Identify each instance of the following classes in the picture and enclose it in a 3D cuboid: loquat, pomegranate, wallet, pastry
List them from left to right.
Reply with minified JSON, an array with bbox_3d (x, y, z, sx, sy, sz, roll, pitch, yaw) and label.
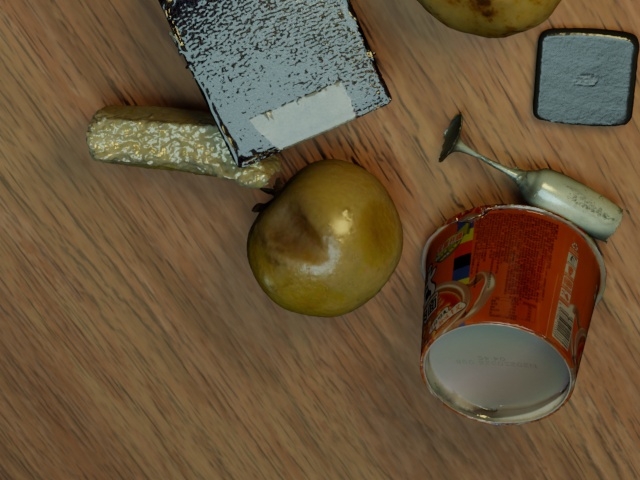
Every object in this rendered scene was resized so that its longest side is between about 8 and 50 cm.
[{"bbox_3d":[-0.179,-0.125,1.902,0.259,0.121,0.089,6,115,5],"label":"pastry"},{"bbox_3d":[-0.059,-0.248,1.812,0.221,0.071,0.262,-23,95,9],"label":"wallet"},{"bbox_3d":[0.002,-0.002,1.903,0.213,0.213,0.213,3,119,6],"label":"loquat"},{"bbox_3d":[0.197,-0.341,1.696,0.215,0.215,0.215,3,119,6],"label":"pomegranate"}]

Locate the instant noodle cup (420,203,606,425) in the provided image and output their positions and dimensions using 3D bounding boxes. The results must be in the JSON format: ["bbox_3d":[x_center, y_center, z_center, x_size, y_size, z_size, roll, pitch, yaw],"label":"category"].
[{"bbox_3d":[0.239,0.103,1.900,0.250,0.192,0.250,8,134,8],"label":"instant noodle cup"}]

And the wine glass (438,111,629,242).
[{"bbox_3d":[0.278,-0.074,1.901,0.262,0.074,0.074,27,119,-9],"label":"wine glass"}]

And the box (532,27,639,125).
[{"bbox_3d":[0.333,-0.207,1.844,0.126,0.027,0.125,4,117,7],"label":"box"}]
